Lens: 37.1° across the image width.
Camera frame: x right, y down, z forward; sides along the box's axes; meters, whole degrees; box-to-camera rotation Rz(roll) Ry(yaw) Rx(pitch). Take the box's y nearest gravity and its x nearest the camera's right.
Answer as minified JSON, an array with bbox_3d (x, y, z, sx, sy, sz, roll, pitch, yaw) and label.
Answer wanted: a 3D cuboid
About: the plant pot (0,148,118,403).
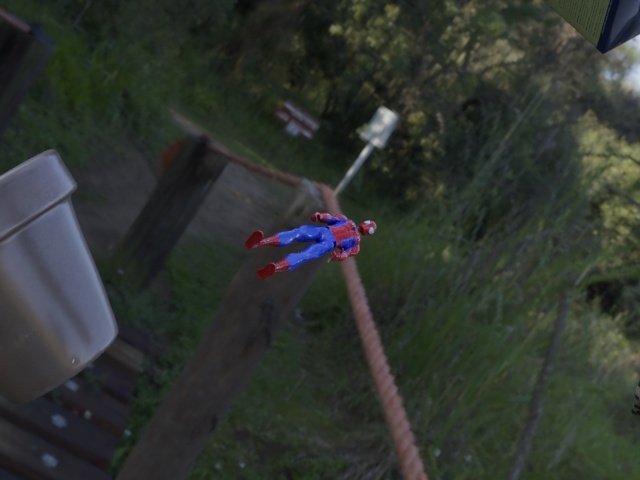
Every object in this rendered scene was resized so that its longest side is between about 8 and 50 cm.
[{"bbox_3d":[-0.358,0.056,1.108,0.229,0.263,0.263,58,0,-13],"label":"plant pot"}]

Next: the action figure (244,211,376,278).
[{"bbox_3d":[0.000,0.000,0.671,0.115,0.030,0.038,-14,74,-48],"label":"action figure"}]

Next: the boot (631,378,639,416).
[{"bbox_3d":[0.503,0.085,0.977,0.284,0.377,0.138,21,23,27],"label":"boot"}]

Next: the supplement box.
[{"bbox_3d":[0.208,-0.200,0.698,0.083,0.056,0.083,52,-19,29],"label":"supplement box"}]
